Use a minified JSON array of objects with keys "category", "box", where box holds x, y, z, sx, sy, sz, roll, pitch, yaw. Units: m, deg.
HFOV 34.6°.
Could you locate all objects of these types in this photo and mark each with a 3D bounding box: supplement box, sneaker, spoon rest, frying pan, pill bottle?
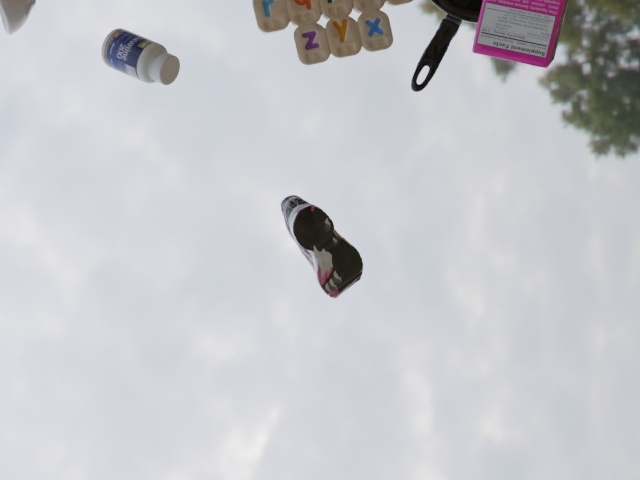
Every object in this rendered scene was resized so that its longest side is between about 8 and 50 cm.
[{"category":"supplement box","box":[0.291,-0.361,1.420,0.111,0.114,0.220,-44,-32,-66]},{"category":"sneaker","box":[0.000,0.000,1.412,0.077,0.072,0.178,49,168,48]},{"category":"spoon rest","box":[-0.414,-0.369,1.349,0.084,0.276,0.137,-10,-100,-25]},{"category":"frying pan","box":[0.239,-0.355,1.569,0.053,0.197,0.326,99,176,-71]},{"category":"pill bottle","box":[-0.287,-0.291,1.646,0.067,0.120,0.067,-45,-31,-37]}]

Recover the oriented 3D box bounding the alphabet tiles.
[{"category":"alphabet tiles","box":[0.017,-0.450,1.769,0.021,0.284,0.278,172,84,-84]}]
